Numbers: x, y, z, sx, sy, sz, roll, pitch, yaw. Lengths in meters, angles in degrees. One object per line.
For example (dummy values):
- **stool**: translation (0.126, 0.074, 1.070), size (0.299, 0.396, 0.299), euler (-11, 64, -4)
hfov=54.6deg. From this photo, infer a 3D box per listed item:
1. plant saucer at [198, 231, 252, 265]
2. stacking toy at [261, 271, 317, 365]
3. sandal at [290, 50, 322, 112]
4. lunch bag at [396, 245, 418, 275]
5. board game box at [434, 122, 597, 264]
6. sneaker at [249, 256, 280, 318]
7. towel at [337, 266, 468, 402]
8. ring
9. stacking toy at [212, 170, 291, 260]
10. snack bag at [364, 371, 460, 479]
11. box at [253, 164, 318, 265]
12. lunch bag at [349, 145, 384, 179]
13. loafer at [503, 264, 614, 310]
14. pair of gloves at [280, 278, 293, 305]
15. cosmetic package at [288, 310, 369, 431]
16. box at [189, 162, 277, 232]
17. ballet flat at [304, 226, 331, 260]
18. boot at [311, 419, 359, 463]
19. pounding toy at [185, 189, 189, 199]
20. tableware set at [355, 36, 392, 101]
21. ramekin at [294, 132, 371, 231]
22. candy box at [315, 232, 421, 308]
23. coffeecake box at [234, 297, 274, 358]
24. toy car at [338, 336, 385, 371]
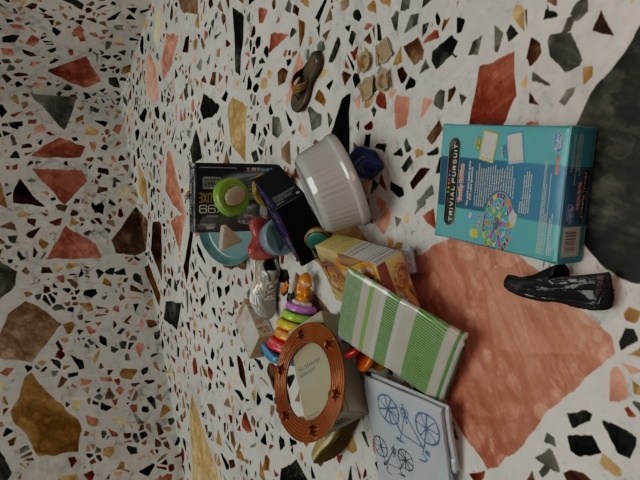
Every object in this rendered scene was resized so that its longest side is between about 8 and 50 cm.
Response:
- **plant saucer**: translation (-0.365, -0.059, 2.463), size (0.317, 0.044, 0.317), euler (8, 103, 35)
- **stacking toy**: translation (-0.073, 0.251, 2.020), size (0.175, 0.166, 0.302), euler (-158, 80, -69)
- **sandal**: translation (-0.057, -0.510, 1.987), size (0.219, 0.060, 0.090), euler (-57, 46, 44)
- **lunch bag**: translation (0.219, 0.057, 1.586), size (0.083, 0.053, 0.071), euler (138, 124, -66)
- **board game box**: translation (0.383, -0.109, 1.271), size (0.336, 0.079, 0.253), euler (19, 109, 57)
- **sneaker**: translation (-0.194, 0.153, 2.244), size (0.121, 0.099, 0.262), euler (-14, 82, 54)
- **towel**: translation (0.187, 0.229, 1.506), size (0.325, 0.038, 0.248), euler (30, 134, 26)
- **ring**: translation (-0.044, 0.398, 1.756), size (0.336, 0.032, 0.336), euler (-21, 63, 49)
- **stacking toy**: translation (-0.204, -0.092, 2.076), size (0.130, 0.279, 0.309), euler (-11, 82, 48)
- **snack bag**: translation (0.235, 0.536, 1.592), size (0.323, 0.037, 0.342), euler (5, 107, 58)
- **box**: translation (-0.092, -0.076, 1.928), size (0.184, 0.103, 0.261), euler (53, 169, 46)
- **lunch bag**: translation (0.120, -0.207, 1.681), size (0.067, 0.098, 0.065), euler (-49, 53, 32)
- **loafer**: translation (0.452, 0.081, 1.185), size (0.223, 0.076, 0.078), euler (7, 93, 54)
- **pair of gloves**: translation (-0.118, 0.189, 2.199), size (0.083, 0.010, 0.074), euler (62, 141, 34)
- **cosmetic package**: translation (0.019, 0.382, 1.812), size (0.160, 0.113, 0.309), euler (-38, 51, 31)
- **box**: translation (-0.309, -0.153, 2.197), size (0.076, 0.307, 0.242), euler (16, 106, 61)
- **ballet flat**: translation (0.000, 0.000, 1.834), size (0.232, 0.080, 0.073), euler (67, -163, -62)
- **boot**: translation (0.011, 0.540, 1.924), size (0.203, 0.095, 0.262), euler (52, 128, 42)
- **pounding toy**: translation (-0.469, -0.196, 2.610), size (0.155, 0.154, 0.269), euler (-51, 51, 48)
- **tableware set**: translation (0.145, -0.465, 1.694), size (0.169, 0.020, 0.141), euler (-9, 85, 59)
- **ramekin**: translation (0.027, -0.146, 1.697), size (0.273, 0.127, 0.273), euler (156, 90, -86)
- **candy box**: translation (0.119, 0.098, 1.639), size (0.316, 0.087, 0.183), euler (17, 133, 60)
- **coffeecake box**: translation (-0.256, 0.335, 2.385), size (0.185, 0.068, 0.142), euler (62, 141, 35)
- **toy car**: translation (0.115, 0.271, 1.694), size (0.159, 0.136, 0.182), euler (-41, 58, 53)
